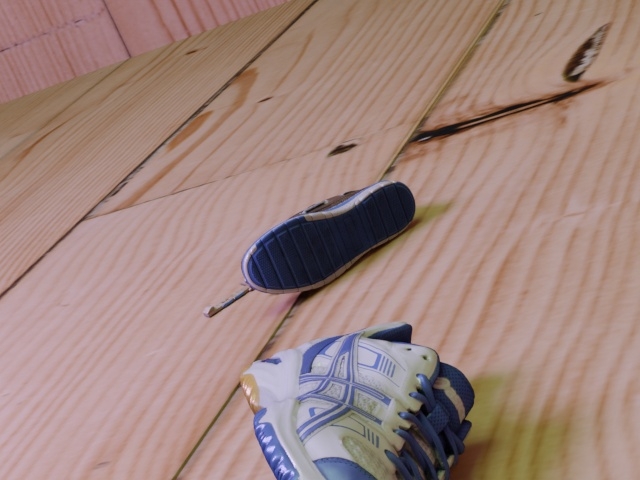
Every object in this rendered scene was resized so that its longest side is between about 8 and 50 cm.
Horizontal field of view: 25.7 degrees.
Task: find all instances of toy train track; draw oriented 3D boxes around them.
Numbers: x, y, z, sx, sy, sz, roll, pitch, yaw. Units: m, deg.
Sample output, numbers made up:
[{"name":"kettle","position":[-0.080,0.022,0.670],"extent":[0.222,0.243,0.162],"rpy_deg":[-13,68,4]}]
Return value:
[{"name":"toy train track","position":[-0.077,0.044,1.315],"extent":[0.083,0.014,0.048],"rpy_deg":[-34,20,-26]}]

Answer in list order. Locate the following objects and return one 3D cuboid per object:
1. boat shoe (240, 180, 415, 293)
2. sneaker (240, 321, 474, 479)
[{"name":"boat shoe","position":[0.000,0.000,1.278],"extent":[0.183,0.066,0.066],"rpy_deg":[-23,11,-28]},{"name":"sneaker","position":[0.034,0.112,0.834],"extent":[0.131,0.111,0.296],"rpy_deg":[-25,19,-3]}]
